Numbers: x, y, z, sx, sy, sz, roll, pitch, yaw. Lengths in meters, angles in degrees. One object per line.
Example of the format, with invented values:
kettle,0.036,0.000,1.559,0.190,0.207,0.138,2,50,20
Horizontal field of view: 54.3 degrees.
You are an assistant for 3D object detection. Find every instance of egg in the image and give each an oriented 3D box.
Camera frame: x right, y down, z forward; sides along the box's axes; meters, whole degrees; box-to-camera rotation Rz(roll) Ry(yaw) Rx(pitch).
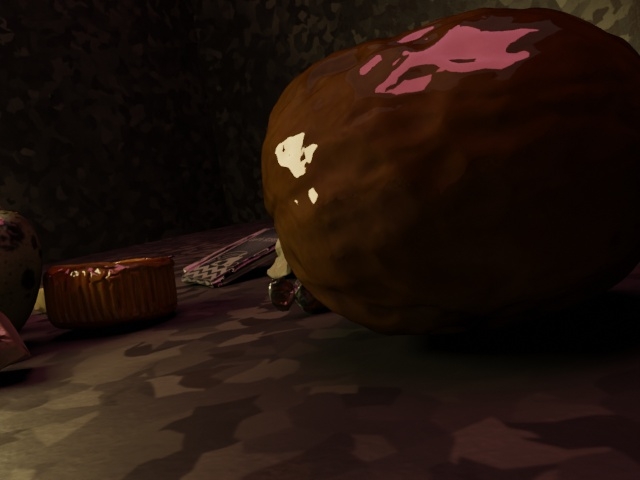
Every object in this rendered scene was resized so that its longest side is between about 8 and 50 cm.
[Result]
egg,-0.495,0.059,0.894,0.177,0.228,0.177,30,-3,2

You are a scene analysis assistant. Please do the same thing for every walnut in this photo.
walnut,0.143,-0.067,0.623,0.398,0.307,0.354,-9,6,18

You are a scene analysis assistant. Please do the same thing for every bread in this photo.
bread,-0.321,0.082,0.969,0.199,0.104,0.199,-6,2,0

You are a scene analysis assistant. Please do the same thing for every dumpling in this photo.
dumpling,-0.049,0.028,1.234,0.134,0.100,0.169,-43,27,7

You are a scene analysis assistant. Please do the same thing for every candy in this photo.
candy,0.019,0.064,0.840,0.182,0.053,0.046,-9,5,-27

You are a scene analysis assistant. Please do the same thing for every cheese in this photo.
cheese,-0.498,0.106,1.309,0.127,0.050,0.255,-10,3,7

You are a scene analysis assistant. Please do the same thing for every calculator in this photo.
calculator,-0.155,0.027,1.334,0.274,0.028,0.166,-29,21,-33

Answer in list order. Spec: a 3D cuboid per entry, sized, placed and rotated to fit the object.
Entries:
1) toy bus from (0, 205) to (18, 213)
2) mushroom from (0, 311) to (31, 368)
toy bus,-0.679,0.033,1.065,0.332,0.151,0.145,-8,14,18
mushroom,-0.460,0.130,0.734,0.247,0.108,0.096,-7,-36,-4
